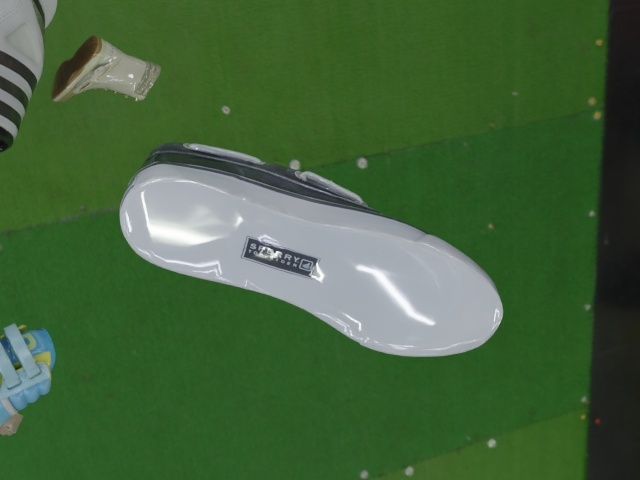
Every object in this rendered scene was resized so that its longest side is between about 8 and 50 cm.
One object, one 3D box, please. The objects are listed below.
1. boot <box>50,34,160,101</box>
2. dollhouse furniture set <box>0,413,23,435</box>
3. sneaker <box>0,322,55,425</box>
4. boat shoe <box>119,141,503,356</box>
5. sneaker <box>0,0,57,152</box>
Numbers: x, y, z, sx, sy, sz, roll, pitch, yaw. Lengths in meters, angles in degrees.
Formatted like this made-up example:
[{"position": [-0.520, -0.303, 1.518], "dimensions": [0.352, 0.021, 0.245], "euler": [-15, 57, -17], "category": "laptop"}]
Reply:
[{"position": [-0.456, -0.335, 1.574], "dimensions": [0.165, 0.213, 0.077], "euler": [15, 59, -44], "category": "boot"}, {"position": [-0.773, 0.385, 1.763], "dimensions": [0.181, 0.161, 0.101], "euler": [-28, 125, 38], "category": "dollhouse furniture set"}, {"position": [-0.488, 0.166, 1.011], "dimensions": [0.208, 0.127, 0.319], "euler": [-34, 156, -8], "category": "sneaker"}, {"position": [0.000, 0.000, 0.585], "dimensions": [0.301, 0.102, 0.108], "euler": [17, 124, -8], "category": "boat shoe"}, {"position": [-0.339, -0.212, 0.482], "dimensions": [0.169, 0.258, 0.447], "euler": [-20, 146, 15], "category": "sneaker"}]
